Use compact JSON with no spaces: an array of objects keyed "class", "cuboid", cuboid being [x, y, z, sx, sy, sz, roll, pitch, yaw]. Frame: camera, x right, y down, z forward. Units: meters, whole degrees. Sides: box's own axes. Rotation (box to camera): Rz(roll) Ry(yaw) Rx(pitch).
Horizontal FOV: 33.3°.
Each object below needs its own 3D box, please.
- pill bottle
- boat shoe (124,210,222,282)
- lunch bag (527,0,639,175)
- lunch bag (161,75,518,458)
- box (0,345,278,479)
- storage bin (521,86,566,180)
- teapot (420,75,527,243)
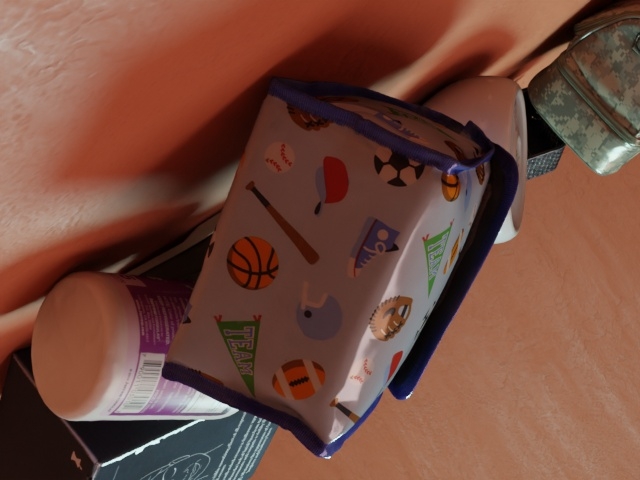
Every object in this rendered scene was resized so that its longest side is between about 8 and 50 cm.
[{"class":"pill bottle","cuboid":[-0.173,0.130,1.275,0.302,0.169,0.169,9,142,-45]},{"class":"boat shoe","cuboid":[-0.192,0.063,1.402,0.305,0.091,0.109,-33,172,2]},{"class":"lunch bag","cuboid":[0.511,-0.282,1.656,0.305,0.212,0.256,-31,169,-40]},{"class":"lunch bag","cuboid":[0.047,0.011,1.155,0.327,0.239,0.385,-65,168,13]},{"class":"box","cuboid":[-0.259,0.269,1.580,0.395,0.212,0.293,-20,146,-45]},{"class":"storage bin","cuboid":[0.290,-0.157,1.722,0.180,0.122,0.084,-19,158,-7]},{"class":"teapot","cuboid":[0.185,-0.111,1.497,0.187,0.252,0.256,2,157,16]}]
